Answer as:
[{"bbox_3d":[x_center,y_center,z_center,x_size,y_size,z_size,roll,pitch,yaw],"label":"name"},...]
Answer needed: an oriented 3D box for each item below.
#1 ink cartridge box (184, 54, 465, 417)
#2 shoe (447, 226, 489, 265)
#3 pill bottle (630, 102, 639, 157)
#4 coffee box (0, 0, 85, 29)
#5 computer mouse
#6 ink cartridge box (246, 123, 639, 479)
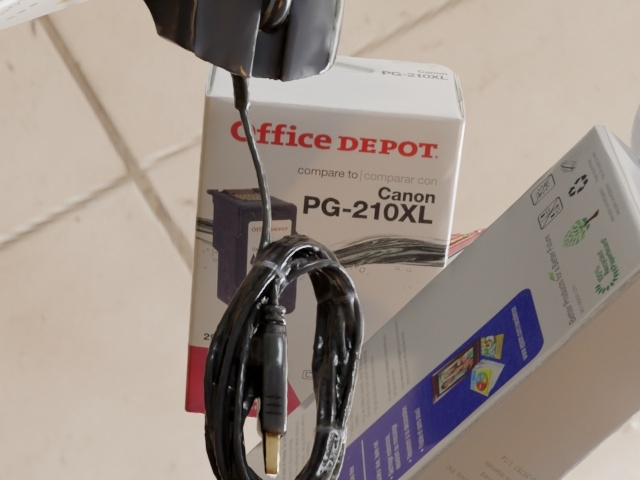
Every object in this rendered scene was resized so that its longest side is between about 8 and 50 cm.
[{"bbox_3d":[0.000,0.000,1.119,0.172,0.100,0.237,5,114,-1],"label":"ink cartridge box"},{"bbox_3d":[0.123,0.012,1.396,0.178,0.081,0.063,-26,124,-39],"label":"shoe"},{"bbox_3d":[0.288,-0.062,1.084,0.086,0.152,0.086,-27,125,-47],"label":"pill bottle"},{"bbox_3d":[-0.172,-0.380,1.211,0.337,0.334,0.338,-22,96,36],"label":"coffee box"},{"bbox_3d":[-0.015,-0.040,0.488,0.071,0.242,0.041,1,166,-38],"label":"computer mouse"},{"bbox_3d":[0.059,0.097,0.861,0.065,0.165,0.332,40,110,-19],"label":"ink cartridge box"}]
